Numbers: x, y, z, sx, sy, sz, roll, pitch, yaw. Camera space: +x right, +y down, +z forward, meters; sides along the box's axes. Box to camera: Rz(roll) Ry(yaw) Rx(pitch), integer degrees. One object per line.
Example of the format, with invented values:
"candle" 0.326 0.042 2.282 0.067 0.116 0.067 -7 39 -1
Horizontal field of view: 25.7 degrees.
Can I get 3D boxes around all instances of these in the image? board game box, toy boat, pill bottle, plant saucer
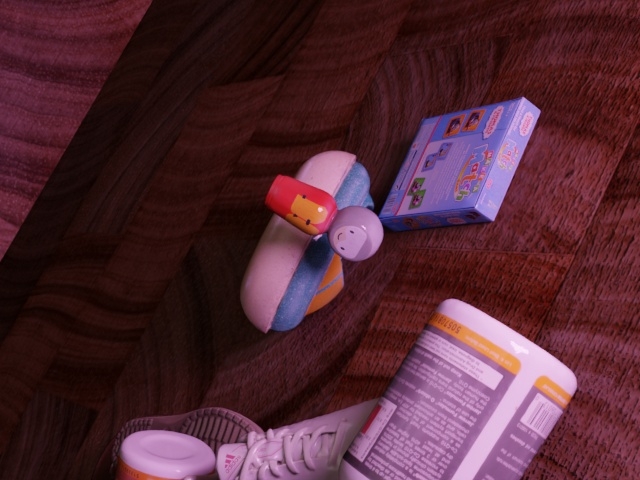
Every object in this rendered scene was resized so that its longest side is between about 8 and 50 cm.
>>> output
"board game box" 0.172 -0.093 1.776 0.211 0.039 0.160 -6 54 59
"toy boat" 0.000 0.000 1.810 0.267 0.148 0.318 -62 -3 -11
"pill bottle" 0.116 0.210 1.374 0.278 0.162 0.162 -57 25 -3
"plant saucer" -0.288 0.338 2.071 0.198 0.036 0.199 -40 31 29
"pill bottle" -0.206 0.356 1.744 0.121 0.121 0.216 -139 58 -64

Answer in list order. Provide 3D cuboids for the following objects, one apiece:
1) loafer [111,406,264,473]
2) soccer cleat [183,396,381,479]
"loafer" -0.158 0.280 1.858 0.268 0.092 0.102 -2 64 40
"soccer cleat" -0.030 0.260 1.591 0.331 0.143 0.116 -37 31 33
